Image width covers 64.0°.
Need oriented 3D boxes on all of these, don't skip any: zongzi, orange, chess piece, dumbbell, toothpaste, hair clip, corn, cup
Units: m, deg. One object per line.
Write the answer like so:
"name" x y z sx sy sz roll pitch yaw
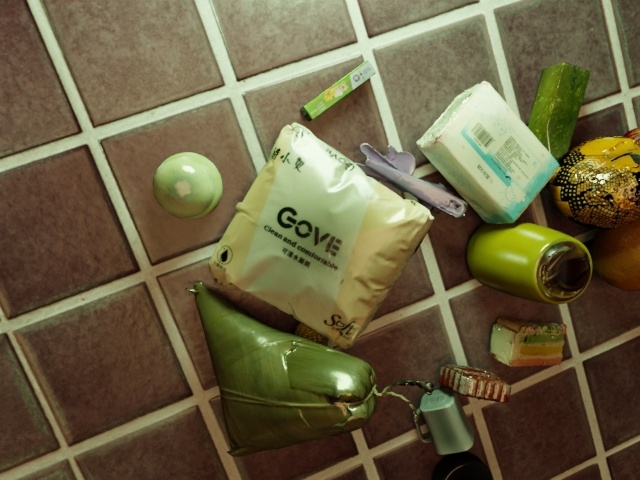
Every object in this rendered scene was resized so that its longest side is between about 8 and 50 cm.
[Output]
"zongzi" -0.045 0.222 1.019 0.446 0.181 0.419 -22 89 28
"orange" 0.762 0.024 1.243 0.205 0.206 0.206 -2 98 -12
"chess piece" -0.255 -0.102 0.980 0.144 0.251 0.145 -2 97 -12
"dumbbell" 0.379 0.631 1.228 0.152 0.218 0.153 -2 98 -12
"toothpaste" 0.038 -0.327 1.120 0.178 0.043 0.037 -38 100 -5
"hair clip" 0.196 -0.124 1.165 0.278 0.090 0.137 27 104 -6
"corn" -0.038 0.271 1.170 0.085 0.063 0.165 20 96 -6
"orange" 0.655 -0.131 1.186 0.234 0.234 0.182 -30 137 -7
"cup" 0.294 0.444 1.252 0.128 0.095 0.130 -20 99 24

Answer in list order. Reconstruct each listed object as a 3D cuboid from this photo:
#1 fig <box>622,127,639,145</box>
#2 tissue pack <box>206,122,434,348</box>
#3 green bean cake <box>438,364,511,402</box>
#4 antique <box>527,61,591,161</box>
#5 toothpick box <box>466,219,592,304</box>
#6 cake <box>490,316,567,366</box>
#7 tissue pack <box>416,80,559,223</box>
"fig" 0.794 -0.214 1.267 0.128 0.150 0.129 3 73 -10
"tissue pack" 0.000 0.000 1.083 0.375 0.195 0.390 28 95 3
"green bean cake" 0.369 0.340 1.230 0.135 0.135 0.057 11 88 -17
"antique" 0.554 -0.295 1.212 0.080 0.081 0.221 14 94 -12
"toothpick box" 0.462 0.047 1.140 0.174 0.271 0.175 -2 98 -11
"cake" 0.528 0.257 1.302 0.225 0.090 0.110 7 94 -31
"tissue pack" 0.376 -0.191 1.157 0.271 0.124 0.201 44 74 -12
